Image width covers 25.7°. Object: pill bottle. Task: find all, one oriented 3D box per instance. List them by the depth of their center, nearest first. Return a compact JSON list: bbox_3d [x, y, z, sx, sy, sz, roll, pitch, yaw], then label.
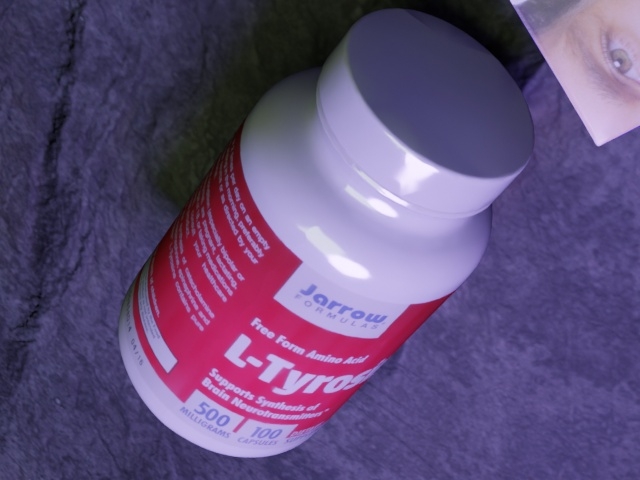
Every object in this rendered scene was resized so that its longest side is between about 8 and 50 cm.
[{"bbox_3d":[0.000,0.000,1.209,0.229,0.229,0.408,40,133,1],"label":"pill bottle"}]

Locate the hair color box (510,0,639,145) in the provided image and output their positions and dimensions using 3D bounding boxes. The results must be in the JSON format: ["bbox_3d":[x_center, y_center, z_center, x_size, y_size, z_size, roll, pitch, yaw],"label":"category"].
[{"bbox_3d":[0.285,-0.225,0.906,0.339,0.110,0.185,-28,105,24],"label":"hair color box"}]
